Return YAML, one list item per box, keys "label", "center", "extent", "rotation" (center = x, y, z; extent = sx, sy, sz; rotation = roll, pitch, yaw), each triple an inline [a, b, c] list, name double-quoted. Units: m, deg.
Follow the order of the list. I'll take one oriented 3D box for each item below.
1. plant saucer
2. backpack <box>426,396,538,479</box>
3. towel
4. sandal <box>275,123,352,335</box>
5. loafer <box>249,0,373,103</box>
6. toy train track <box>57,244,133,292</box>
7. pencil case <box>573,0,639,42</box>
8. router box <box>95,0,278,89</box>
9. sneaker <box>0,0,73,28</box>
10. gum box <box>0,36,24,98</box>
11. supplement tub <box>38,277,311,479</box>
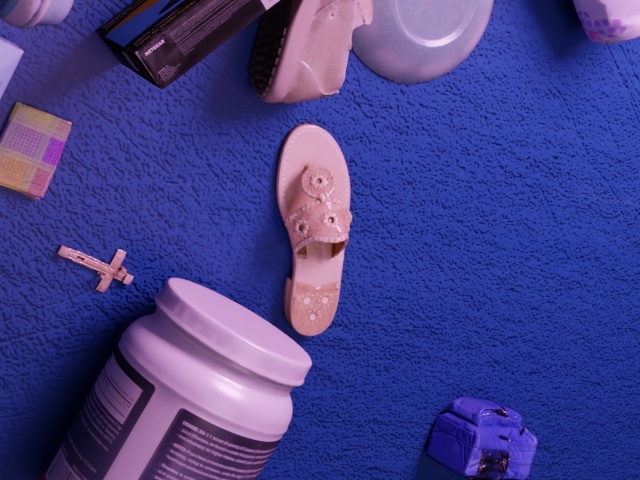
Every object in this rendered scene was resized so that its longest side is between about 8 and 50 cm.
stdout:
- label: "plant saucer"
  center: [0.115, -0.260, 1.063]
  extent: [0.195, 0.037, 0.195]
  rotation: [-10, 113, -24]
- label: "backpack"
  center: [0.217, 0.256, 1.270]
  extent: [0.120, 0.098, 0.101]
  rotation: [16, 97, -30]
- label: "towel"
  center: [-0.276, -0.083, 0.942]
  extent: [0.060, 0.009, 0.083]
  rotation: [21, 97, -31]
- label: "sandal"
  center: [0.006, -0.001, 1.077]
  extent: [0.088, 0.079, 0.240]
  rotation: [-7, 111, -25]
- label: "loafer"
  center: [0.011, -0.258, 0.979]
  extent: [0.092, 0.102, 0.269]
  rotation: [10, 113, -31]
- label: "toy train track"
  center: [-0.225, 0.026, 1.006]
  extent: [0.083, 0.014, 0.048]
  rotation: [27, 94, -32]
- label: "pencil case"
  center: [0.300, -0.348, 1.081]
  extent: [0.124, 0.113, 0.273]
  rotation: [-37, 121, -5]
- label: "router box"
  center: [-0.106, -0.217, 0.907]
  extent: [0.179, 0.133, 0.046]
  rotation: [-40, 122, -10]
- label: "sneaker"
  center: [-0.141, -0.291, 0.816]
  extent: [0.208, 0.127, 0.319]
  rotation: [21, 71, -36]
- label: "gum box"
  center: [-0.374, -0.136, 0.853]
  extent: [0.184, 0.041, 0.157]
  rotation: [25, 96, -31]
- label: "supplement tub"
  center: [-0.148, 0.196, 1.004]
  extent: [0.191, 0.191, 0.272]
  rotation: [29, 94, -32]
